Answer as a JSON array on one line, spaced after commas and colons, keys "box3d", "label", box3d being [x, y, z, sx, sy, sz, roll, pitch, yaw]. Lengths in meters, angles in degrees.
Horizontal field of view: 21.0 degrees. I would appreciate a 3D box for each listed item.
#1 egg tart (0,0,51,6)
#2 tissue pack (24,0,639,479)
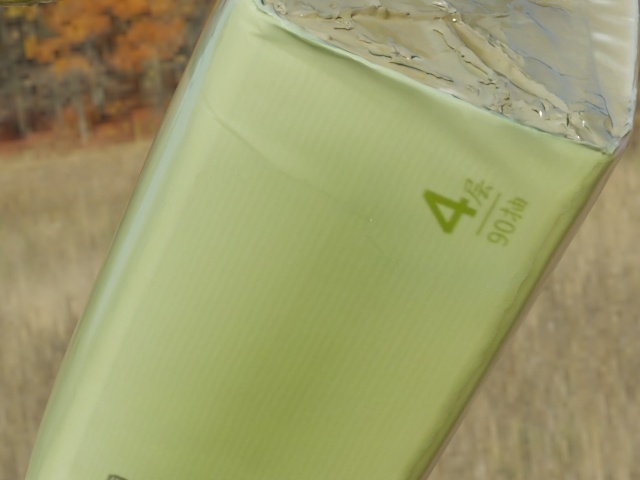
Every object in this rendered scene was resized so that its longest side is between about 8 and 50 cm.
[{"box3d": [-0.175, -0.286, 0.898, 0.351, 0.339, 0.153, 20, 8, 28], "label": "egg tart"}, {"box3d": [0.000, 0.000, 0.561, 0.125, 0.234, 0.159, 24, 36, -3], "label": "tissue pack"}]
